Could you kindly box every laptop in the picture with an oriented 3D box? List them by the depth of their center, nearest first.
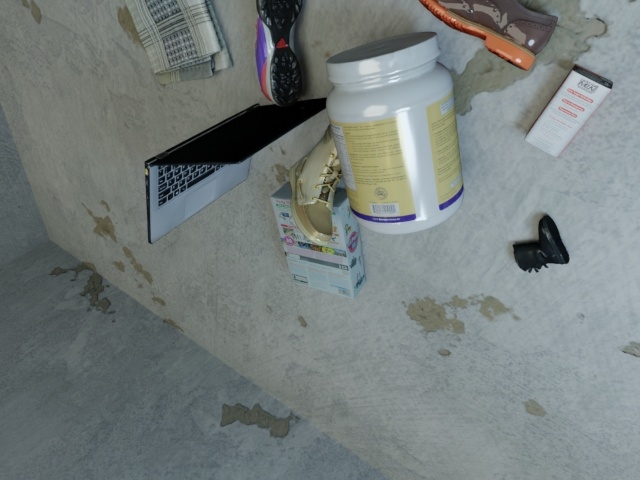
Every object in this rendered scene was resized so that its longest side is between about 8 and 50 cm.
[{"bbox_3d":[-0.189,-0.165,1.060,0.236,0.382,0.408,34,137,12],"label":"laptop"}]

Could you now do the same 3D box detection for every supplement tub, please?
[{"bbox_3d":[0.146,-0.206,0.872,0.240,0.241,0.332,6,125,35],"label":"supplement tub"}]

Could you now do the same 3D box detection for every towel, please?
[{"bbox_3d":[-0.392,-0.573,1.143,0.312,0.056,0.324,4,125,36],"label":"towel"}]

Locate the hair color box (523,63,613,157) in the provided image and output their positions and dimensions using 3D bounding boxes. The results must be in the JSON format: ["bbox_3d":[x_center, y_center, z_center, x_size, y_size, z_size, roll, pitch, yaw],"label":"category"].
[{"bbox_3d":[0.432,-0.225,0.781,0.072,0.043,0.141,34,138,12],"label":"hair color box"}]

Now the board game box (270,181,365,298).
[{"bbox_3d":[0.000,0.000,1.257,0.223,0.097,0.304,11,130,30],"label":"board game box"}]

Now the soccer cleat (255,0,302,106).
[{"bbox_3d":[-0.106,-0.464,0.977,0.116,0.108,0.318,37,138,45],"label":"soccer cleat"}]

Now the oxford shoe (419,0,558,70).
[{"bbox_3d":[0.266,-0.402,0.754,0.271,0.097,0.098,35,117,5],"label":"oxford shoe"}]

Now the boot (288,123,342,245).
[{"bbox_3d":[0.020,-0.139,1.032,0.095,0.262,0.203,19,134,-33],"label":"boot"}]

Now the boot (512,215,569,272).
[{"bbox_3d":[0.460,0.011,0.947,0.099,0.045,0.121,-15,110,50],"label":"boot"}]
